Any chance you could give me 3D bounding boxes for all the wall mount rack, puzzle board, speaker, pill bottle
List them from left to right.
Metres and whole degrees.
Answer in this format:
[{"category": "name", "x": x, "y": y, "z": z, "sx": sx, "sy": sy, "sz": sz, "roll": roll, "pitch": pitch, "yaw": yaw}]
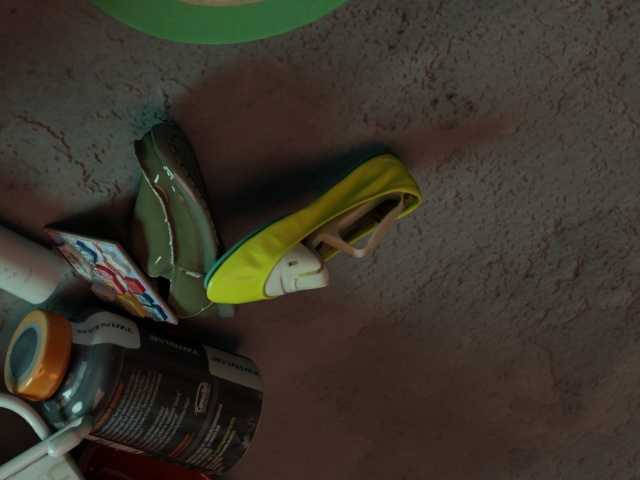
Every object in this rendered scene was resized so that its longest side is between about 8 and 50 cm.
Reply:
[{"category": "speaker", "x": -0.310, "y": 0.011, "z": 1.729, "sx": 0.136, "sy": 0.055, "sz": 0.055, "roll": 29, "pitch": 119, "yaw": -35}, {"category": "wall mount rack", "x": -0.289, "y": 0.329, "z": 1.712, "sx": 0.304, "sy": 0.130, "sz": 0.350, "roll": -32, "pitch": 93, "yaw": -3}, {"category": "puzzle board", "x": -0.202, "y": 0.036, "z": 1.770, "sx": 0.096, "sy": 0.011, "sz": 0.128, "roll": 10, "pitch": 148, "yaw": 36}, {"category": "pill bottle", "x": -0.189, "y": 0.144, "z": 1.835, "sx": 0.246, "sy": 0.130, "sz": 0.130, "roll": 22, "pitch": 123, "yaw": -31}]

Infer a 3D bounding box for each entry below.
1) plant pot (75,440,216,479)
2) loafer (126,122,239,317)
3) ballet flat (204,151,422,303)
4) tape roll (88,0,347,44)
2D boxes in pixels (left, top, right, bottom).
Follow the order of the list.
[{"category": "plant pot", "x": -0.251, "y": 0.378, "z": 1.965, "sx": 0.265, "sy": 0.272, "sz": 0.272, "roll": -34, "pitch": 132, "yaw": 26}, {"category": "loafer", "x": -0.140, "y": -0.004, "z": 1.735, "sx": 0.087, "sy": 0.094, "sz": 0.251, "roll": -16, "pitch": 136, "yaw": -1}, {"category": "ballet flat", "x": 0.000, "y": 0.000, "z": 1.730, "sx": 0.231, "sy": 0.077, "sz": 0.077, "roll": -35, "pitch": 151, "yaw": -18}, {"category": "tape roll", "x": -0.074, "y": -0.308, "z": 1.483, "sx": 0.321, "sy": 0.077, "sz": 0.321, "roll": -7, "pitch": 133, "yaw": -8}]
